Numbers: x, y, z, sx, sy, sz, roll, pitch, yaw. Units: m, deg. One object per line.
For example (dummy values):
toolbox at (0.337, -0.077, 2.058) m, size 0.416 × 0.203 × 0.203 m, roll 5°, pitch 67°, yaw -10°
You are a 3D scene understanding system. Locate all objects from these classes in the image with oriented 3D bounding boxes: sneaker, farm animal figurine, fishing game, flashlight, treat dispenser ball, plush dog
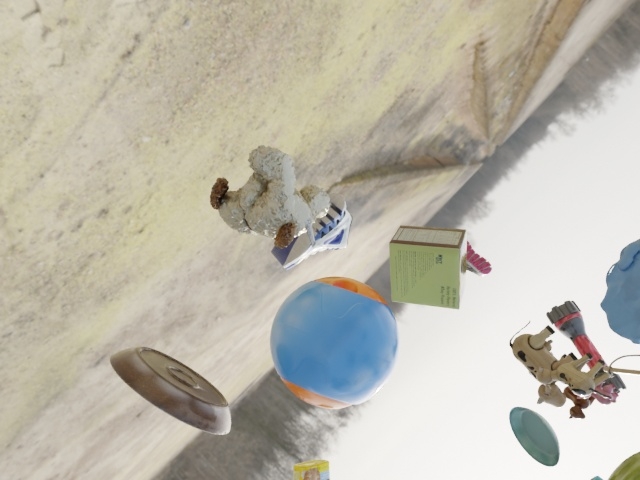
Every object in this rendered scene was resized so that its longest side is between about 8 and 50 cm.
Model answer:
sneaker at (0.482, 0.058, 1.686) m, size 0.063 × 0.170 × 0.075 m, roll -41°, pitch 158°, yaw -12°
farm animal figurine at (0.691, 0.397, 1.534) m, size 0.172 × 0.327 × 0.330 m, roll -34°, pitch 142°, yaw -3°
fishing game at (0.478, 0.068, 0.714) m, size 0.189 × 0.041 × 0.264 m, roll -20°, pitch -133°, yaw 65°
sneaker at (0.001, -0.001, 1.777) m, size 0.315 × 0.127 × 0.182 m, roll -43°, pitch 140°, yaw 4°
flashlight at (0.842, 0.340, 1.635) m, size 0.103 × 0.304 × 0.103 m, roll -9°, pitch 147°, yaw -22°
treat dispenser ball at (0.032, 0.223, 1.148) m, size 0.288 × 0.288 × 0.288 m, roll -45°, pitch 173°, yaw -8°
plush dog at (-0.136, -0.070, 1.218) m, size 0.262 × 0.225 × 0.211 m, roll 39°, pitch 57°, yaw -45°

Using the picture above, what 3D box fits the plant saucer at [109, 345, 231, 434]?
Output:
plant saucer at (-0.320, 0.322, 1.156) m, size 0.050 × 0.310 × 0.310 m, roll -56°, pitch 174°, yaw -8°

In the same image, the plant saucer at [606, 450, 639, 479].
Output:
plant saucer at (0.492, 0.389, 0.682) m, size 0.241 × 0.037 × 0.241 m, roll -27°, pitch -137°, yaw 28°

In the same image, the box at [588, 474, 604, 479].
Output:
box at (0.276, 0.398, 0.594) m, size 0.100 × 0.060 × 0.244 m, roll -2°, pitch 114°, yaw -36°

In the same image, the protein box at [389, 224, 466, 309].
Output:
protein box at (0.321, 0.075, 1.530) m, size 0.136 × 0.201 × 0.200 m, roll -47°, pitch 137°, yaw -55°

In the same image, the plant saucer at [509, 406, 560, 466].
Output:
plant saucer at (0.409, 0.366, 0.977) m, size 0.021 × 0.119 × 0.119 m, roll -22°, pitch 164°, yaw -20°

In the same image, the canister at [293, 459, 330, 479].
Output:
canister at (-0.022, 0.719, 1.460) m, size 0.073 × 0.170 × 0.126 m, roll -14°, pitch 162°, yaw 39°
